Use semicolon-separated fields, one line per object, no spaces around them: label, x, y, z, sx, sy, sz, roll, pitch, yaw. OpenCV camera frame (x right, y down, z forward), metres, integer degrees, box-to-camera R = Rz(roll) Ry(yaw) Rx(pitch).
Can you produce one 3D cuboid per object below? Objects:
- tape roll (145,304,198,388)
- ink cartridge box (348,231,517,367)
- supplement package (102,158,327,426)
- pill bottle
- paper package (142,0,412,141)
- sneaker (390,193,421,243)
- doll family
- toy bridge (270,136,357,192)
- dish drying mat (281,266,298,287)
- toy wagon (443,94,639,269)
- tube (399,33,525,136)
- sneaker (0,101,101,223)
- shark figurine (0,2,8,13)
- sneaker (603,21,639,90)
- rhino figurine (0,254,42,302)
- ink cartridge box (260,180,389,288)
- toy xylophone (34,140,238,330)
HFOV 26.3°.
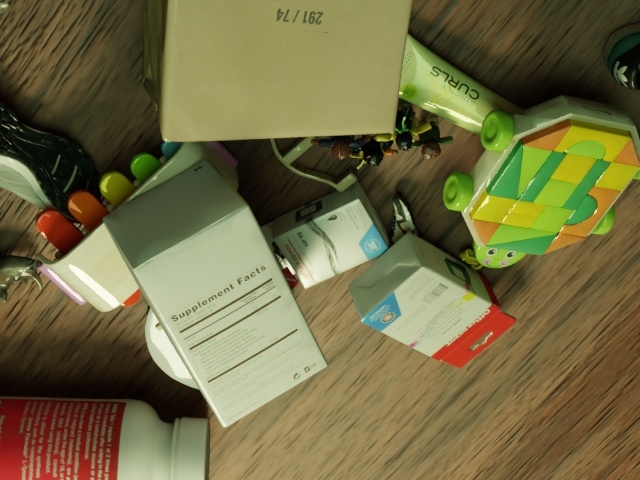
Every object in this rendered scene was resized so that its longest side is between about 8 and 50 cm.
tape roll;-0.157;0.125;2.098;0.219;0.072;0.219;0;121;0
ink cartridge box;0.172;0.095;2.057;0.231;0.078;0.134;29;118;-39
supplement package;-0.144;0.071;1.883;0.175;0.177;0.293;-30;122;-8
pill bottle;-0.381;0.360;2.143;0.408;0.229;0.229;2;120;-1
paper package;-0.054;-0.294;1.758;0.325;0.168;0.309;-3;122;-17
sneaker;0.121;-0.019;2.034;0.044;0.040;0.109;-14;119;10
doll family;0.086;-0.143;1.919;0.193;0.111;0.076;-15;120;9
toy bridge;-0.032;-0.135;1.973;0.063;0.026;0.188;-39;113;21
dish drying mat;-0.074;0.075;2.027;0.083;0.008;0.032;-36;111;-4
toy wagon;0.310;-0.061;1.950;0.267;0.068;0.344;9;134;-24
tube;0.192;-0.198;1.920;0.240;0.062;0.070;28;72;-12
sneaker;-0.429;-0.112;1.956;0.271;0.100;0.108;36;148;-27
shark figurine;-0.455;-0.367;1.796;0.278;0.116;0.166;-30;150;24
sneaker;0.543;-0.250;1.854;0.302;0.121;0.108;-10;120;5
rhino figurine;-0.521;0.015;2.031;0.243;0.073;0.106;29;112;-18
ink cartridge box;0.000;0.000;2.032;0.180;0.060;0.104;-25;118;13
toy xylophone;-0.240;-0.009;1.959;0.323;0.081;0.236;-35;123;-2
